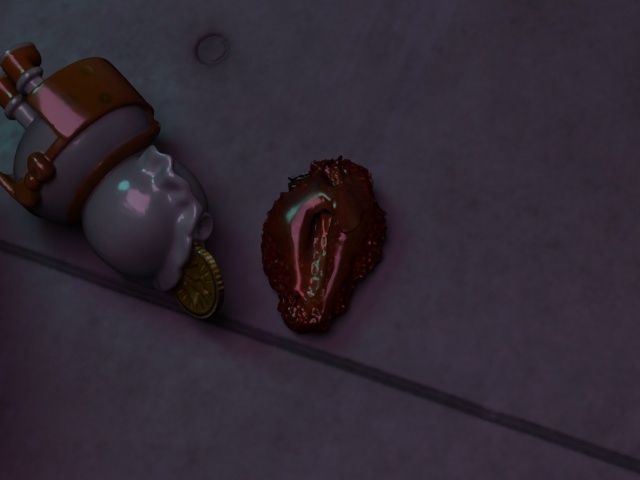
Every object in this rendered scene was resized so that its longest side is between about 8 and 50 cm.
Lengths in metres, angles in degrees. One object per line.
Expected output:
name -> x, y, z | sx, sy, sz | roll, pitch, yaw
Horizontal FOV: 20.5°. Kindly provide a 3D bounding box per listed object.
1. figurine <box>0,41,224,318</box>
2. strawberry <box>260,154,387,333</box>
figurine -> -0.171, -0.046, 1.404 | 0.143, 0.143, 0.271 | -30, 64, -2
strawberry -> 0.000, -0.001, 1.399 | 0.104, 0.048, 0.152 | -1, 64, 14
